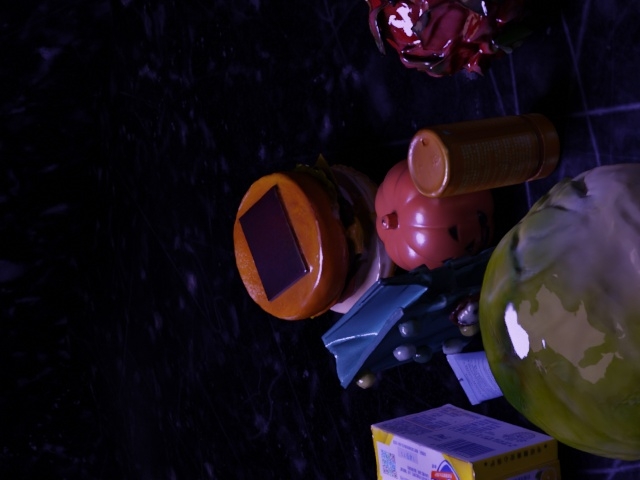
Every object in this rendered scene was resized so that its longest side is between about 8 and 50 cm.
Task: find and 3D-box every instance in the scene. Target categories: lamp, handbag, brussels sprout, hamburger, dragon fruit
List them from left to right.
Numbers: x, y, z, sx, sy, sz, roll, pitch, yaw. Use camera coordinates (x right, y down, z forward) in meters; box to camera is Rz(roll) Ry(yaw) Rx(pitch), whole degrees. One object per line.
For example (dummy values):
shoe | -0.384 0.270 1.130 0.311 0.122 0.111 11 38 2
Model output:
hamburger | 0.000 0.000 1.773 0.291 0.225 0.290 16 111 51
lamp | 0.162 -0.037 1.534 0.188 0.164 0.187 33 128 56
handbag | 0.160 0.116 1.481 0.274 0.269 0.100 -48 59 54
dragon fruit | 0.150 -0.347 1.372 0.293 0.233 0.234 37 144 -2
brussels sprout | 0.340 0.081 1.182 0.344 0.268 0.344 -1 88 41

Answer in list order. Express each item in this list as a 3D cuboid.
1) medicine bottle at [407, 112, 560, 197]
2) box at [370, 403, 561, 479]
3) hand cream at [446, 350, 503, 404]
medicine bottle | 0.219 -0.116 1.378 0.096 0.192 0.096 28 123 54
box | 0.217 0.334 1.558 0.265 0.168 0.097 6 102 58
hand cream | 0.277 0.190 1.520 0.091 0.058 0.271 59 153 0
